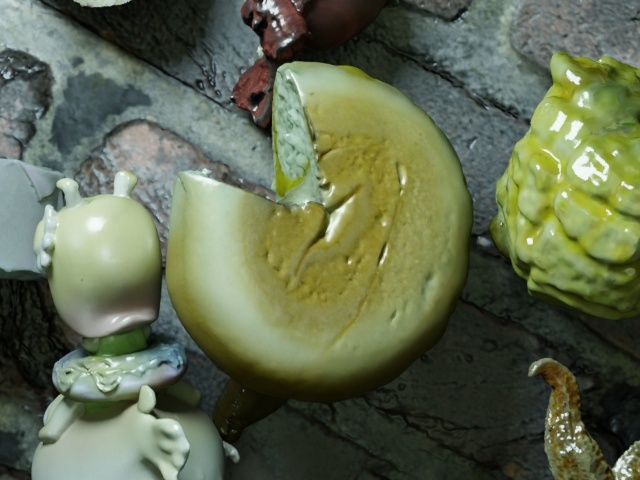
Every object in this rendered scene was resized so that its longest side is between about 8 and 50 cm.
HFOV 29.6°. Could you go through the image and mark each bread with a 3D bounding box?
[{"bbox_3d":[0.000,0.000,1.188,0.333,0.160,0.333,3,81,-20],"label":"bread"}]

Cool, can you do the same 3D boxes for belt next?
[{"bbox_3d":[-0.430,-0.020,1.233,0.338,0.217,0.122,1,89,-9],"label":"belt"}]

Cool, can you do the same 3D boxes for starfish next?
[{"bbox_3d":[0.310,0.297,1.295,0.327,0.094,0.375,-19,94,-2],"label":"starfish"}]

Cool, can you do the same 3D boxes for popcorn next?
[{"bbox_3d":[0.305,-0.058,1.227,0.292,0.237,0.293,2,52,-2],"label":"popcorn"}]

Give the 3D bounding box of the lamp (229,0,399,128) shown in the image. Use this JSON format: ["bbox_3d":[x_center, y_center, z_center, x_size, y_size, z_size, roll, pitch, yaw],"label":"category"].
[{"bbox_3d":[-0.021,-0.256,1.274,0.223,0.215,0.151,-38,70,-20],"label":"lamp"}]

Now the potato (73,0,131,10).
[{"bbox_3d":[-0.227,-0.383,1.276,0.299,0.116,0.239,41,117,17],"label":"potato"}]

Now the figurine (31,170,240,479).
[{"bbox_3d":[-0.185,0.129,1.183,0.226,0.274,0.394,-12,105,-27],"label":"figurine"}]

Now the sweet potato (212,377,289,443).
[{"bbox_3d":[-0.006,0.118,1.299,0.285,0.085,0.112,-39,103,-1],"label":"sweet potato"}]
